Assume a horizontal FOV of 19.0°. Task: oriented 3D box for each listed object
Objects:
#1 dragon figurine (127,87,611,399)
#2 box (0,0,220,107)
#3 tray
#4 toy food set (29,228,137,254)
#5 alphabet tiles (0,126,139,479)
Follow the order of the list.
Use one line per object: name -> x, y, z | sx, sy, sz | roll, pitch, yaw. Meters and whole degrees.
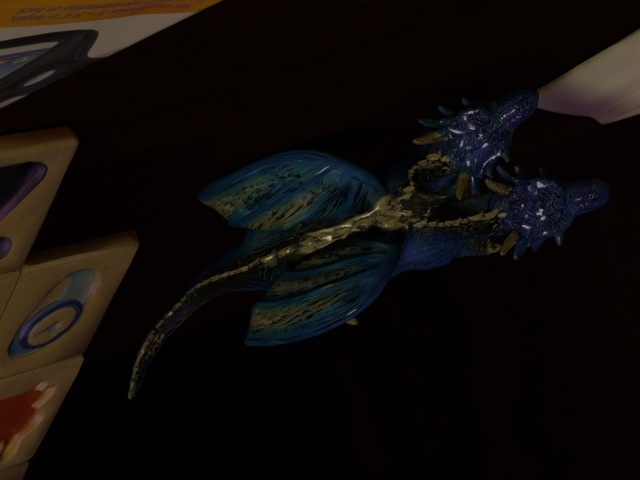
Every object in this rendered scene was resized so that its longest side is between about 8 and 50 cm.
dragon figurine -> 0.000, 0.000, 0.906 | 0.289, 0.085, 0.144 | -20, 176, 19
box -> -0.090, -0.034, 0.365 | 0.136, 0.028, 0.081 | -23, 175, 36
tray -> 0.205, -0.098, 0.875 | 0.145, 0.030, 0.270 | -16, 176, -16
toy food set -> -0.177, 0.054, 0.959 | 0.128, 0.071, 0.218 | -20, 176, 32
alphabet tiles -> -0.203, 0.105, 0.628 | 0.285, 0.011, 0.342 | -15, 143, -49
